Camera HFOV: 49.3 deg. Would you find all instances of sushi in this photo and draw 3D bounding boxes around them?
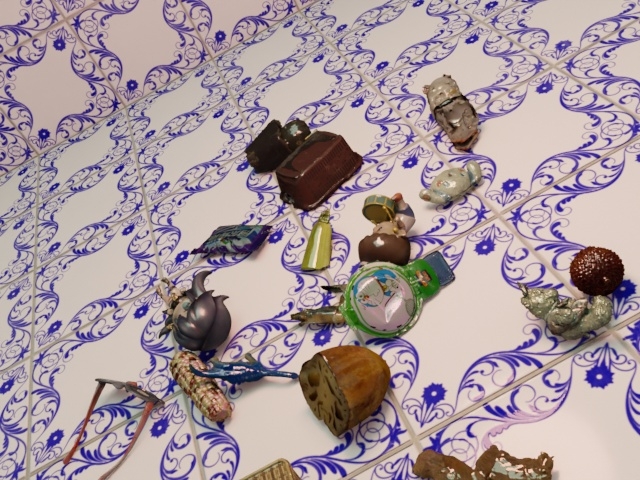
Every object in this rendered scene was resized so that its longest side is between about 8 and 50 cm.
[{"bbox_3d":[0.429,-0.422,2.264,0.124,0.130,0.332,-24,39,6],"label":"sushi"}]

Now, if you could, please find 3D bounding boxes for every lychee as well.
[{"bbox_3d":[0.631,0.071,1.603,0.123,0.123,0.129,-38,14,-11],"label":"lychee"}]

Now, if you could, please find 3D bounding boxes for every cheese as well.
[{"bbox_3d":[0.199,0.130,1.802,0.320,0.083,0.204,-28,74,-14],"label":"cheese"}]

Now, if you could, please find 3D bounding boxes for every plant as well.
[{"bbox_3d":[-0.149,-0.349,2.530,0.256,0.142,0.164,-29,37,6],"label":"plant"}]

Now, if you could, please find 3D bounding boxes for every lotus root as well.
[{"bbox_3d":[0.069,0.341,1.644,0.180,0.199,0.188,-16,70,-33],"label":"lotus root"}]

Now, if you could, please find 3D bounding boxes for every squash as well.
[{"bbox_3d":[0.002,0.002,2.104,0.090,0.075,0.200,-7,63,52],"label":"squash"}]

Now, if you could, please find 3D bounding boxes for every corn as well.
[{"bbox_3d":[-0.322,0.392,1.864,0.092,0.092,0.280,-38,43,-12],"label":"corn"}]

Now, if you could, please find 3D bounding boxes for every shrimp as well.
[{"bbox_3d":[0.023,0.176,1.922,0.217,0.051,0.150,-9,38,12],"label":"shrimp"}]

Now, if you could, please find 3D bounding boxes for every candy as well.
[{"bbox_3d":[-0.293,-0.002,2.295,0.275,0.070,0.145,-4,36,31],"label":"candy"}]

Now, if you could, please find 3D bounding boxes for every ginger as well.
[{"bbox_3d":[0.315,0.460,1.393,0.290,0.084,0.122,-6,51,27],"label":"ginger"}]

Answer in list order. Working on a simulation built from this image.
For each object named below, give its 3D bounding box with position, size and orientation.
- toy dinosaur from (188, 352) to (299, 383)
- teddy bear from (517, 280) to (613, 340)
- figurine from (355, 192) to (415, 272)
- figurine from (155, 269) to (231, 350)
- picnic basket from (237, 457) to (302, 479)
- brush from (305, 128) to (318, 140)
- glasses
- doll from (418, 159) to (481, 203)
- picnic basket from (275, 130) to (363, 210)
[{"bbox_3d":[-0.201,0.341,1.796,0.188,0.247,0.075,3,88,56],"label":"toy dinosaur"},{"bbox_3d":[0.543,0.166,1.569,0.213,0.111,0.133,12,11,28],"label":"teddy bear"},{"bbox_3d":[0.173,0.004,1.924,0.158,0.161,0.276,20,53,-8],"label":"figurine"},{"bbox_3d":[-0.361,0.206,2.003,0.197,0.175,0.265,0,36,-21],"label":"figurine"},{"bbox_3d":[-0.151,0.628,1.420,0.312,0.175,0.228,-27,39,3],"label":"picnic basket"},{"bbox_3d":[-0.061,-0.299,2.477,0.205,0.083,0.011,-45,22,-9],"label":"brush"},{"bbox_3d":[-0.573,0.515,1.918,0.234,0.118,0.268,9,72,36],"label":"glasses"},{"bbox_3d":[0.390,-0.166,2.054,0.214,0.072,0.103,-28,52,-12],"label":"doll"},{"bbox_3d":[-0.019,-0.252,2.352,0.297,0.129,0.222,-45,40,-21],"label":"picnic basket"}]
